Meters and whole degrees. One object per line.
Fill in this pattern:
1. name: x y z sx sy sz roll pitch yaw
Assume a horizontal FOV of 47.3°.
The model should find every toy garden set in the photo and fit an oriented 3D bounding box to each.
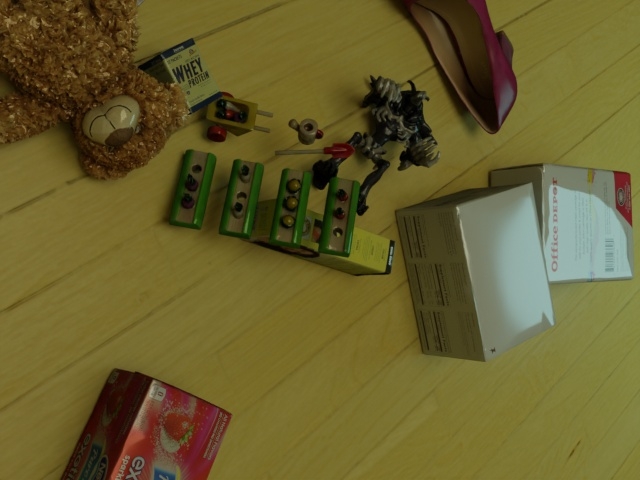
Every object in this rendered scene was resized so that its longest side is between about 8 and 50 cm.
1. toy garden set: -0.064 -0.099 0.993 0.244 0.049 0.203 10 69 -3

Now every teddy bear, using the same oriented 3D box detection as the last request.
1. teddy bear: -0.302 -0.218 0.834 0.245 0.113 0.338 -28 108 -20

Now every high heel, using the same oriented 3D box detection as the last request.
1. high heel: 0.231 -0.345 1.254 0.377 0.127 0.181 29 61 -37

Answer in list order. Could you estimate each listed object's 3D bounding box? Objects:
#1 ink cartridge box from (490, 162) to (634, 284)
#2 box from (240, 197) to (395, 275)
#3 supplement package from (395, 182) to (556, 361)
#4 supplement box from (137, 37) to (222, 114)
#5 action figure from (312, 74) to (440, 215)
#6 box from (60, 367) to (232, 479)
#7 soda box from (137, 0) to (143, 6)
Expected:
1. ink cartridge box: 0.479 -0.029 1.438 0.306 0.131 0.226 1 88 -36
2. box: 0.000 0.000 1.098 0.232 0.087 0.058 18 76 -35
3. supplement package: 0.273 0.049 1.268 0.204 0.145 0.261 -17 99 -37
4. supplement box: -0.188 -0.208 0.961 0.056 0.083 0.083 -38 110 -33
5. action figure: 0.113 -0.170 1.158 0.164 0.141 0.275 45 64 -15
6. box: -0.230 0.299 0.886 0.128 0.123 0.257 34 69 -33
7. soda box: -0.300 -0.352 0.896 0.183 0.058 0.063 49 61 -25
